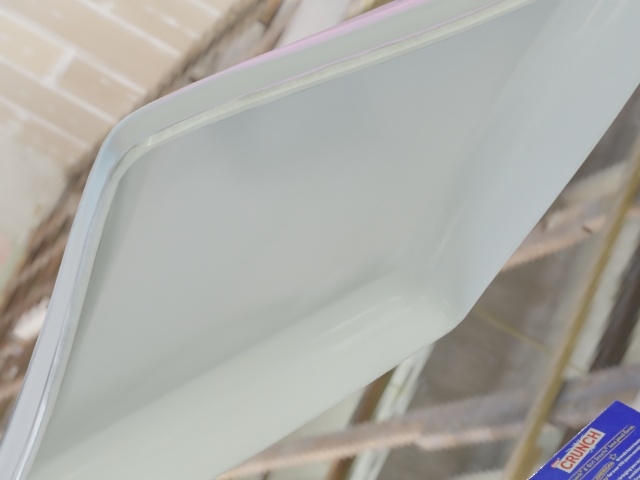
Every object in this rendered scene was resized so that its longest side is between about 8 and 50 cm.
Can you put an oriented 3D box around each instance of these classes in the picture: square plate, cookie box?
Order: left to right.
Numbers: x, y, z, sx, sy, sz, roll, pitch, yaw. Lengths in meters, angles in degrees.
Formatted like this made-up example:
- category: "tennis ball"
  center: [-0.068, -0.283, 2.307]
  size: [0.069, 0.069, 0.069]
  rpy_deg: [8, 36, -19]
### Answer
- category: "square plate"
  center: [0.000, 0.000, 0.704]
  size: [0.344, 0.049, 0.347]
  rpy_deg: [-26, 158, -36]
- category: "cookie box"
  center: [0.184, 0.150, 0.923]
  size: [0.092, 0.040, 0.107]
  rpy_deg: [-37, -137, -25]
